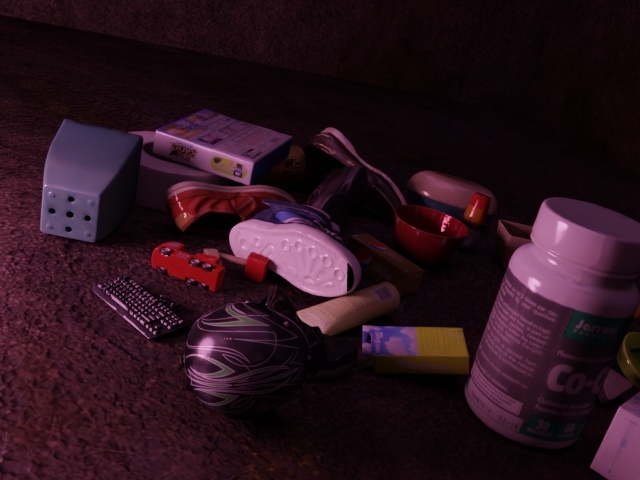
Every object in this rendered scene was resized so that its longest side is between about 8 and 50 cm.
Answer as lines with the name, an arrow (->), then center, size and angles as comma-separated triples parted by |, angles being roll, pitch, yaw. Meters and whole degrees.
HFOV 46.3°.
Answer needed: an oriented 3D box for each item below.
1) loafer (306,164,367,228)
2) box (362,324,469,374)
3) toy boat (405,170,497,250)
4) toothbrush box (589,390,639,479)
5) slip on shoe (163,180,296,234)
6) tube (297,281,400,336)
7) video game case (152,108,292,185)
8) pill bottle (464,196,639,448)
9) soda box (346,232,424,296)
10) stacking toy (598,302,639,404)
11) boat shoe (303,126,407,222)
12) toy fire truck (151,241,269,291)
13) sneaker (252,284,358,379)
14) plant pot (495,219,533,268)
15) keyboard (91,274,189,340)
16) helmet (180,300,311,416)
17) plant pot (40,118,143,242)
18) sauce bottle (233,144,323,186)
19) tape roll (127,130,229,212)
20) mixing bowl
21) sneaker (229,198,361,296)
loafer -> 0.017, -0.090, 1.797 | 0.095, 0.109, 0.302 | 8, 35, 26
box -> 0.161, 0.188, 1.293 | 0.178, 0.042, 0.109 | 0, 21, 4
toy boat -> 0.362, -0.084, 2.008 | 0.267, 0.148, 0.318 | 15, 14, -14
toothbrush box -> 0.600, 0.326, 1.182 | 0.295, 0.126, 0.216 | -11, 34, -45
slip on shoe -> -0.186, -0.059, 1.638 | 0.331, 0.123, 0.101 | 1, 60, -43
tube -> 0.047, 0.133, 1.384 | 0.240, 0.062, 0.070 | -15, -7, -43
video game case -> -0.225, -0.227, 1.776 | 0.244, 0.061, 0.269 | 20, 24, 10
pill bottle -> 0.376, 0.128, 1.191 | 0.204, 0.361, 0.204 | 12, 22, -5
soda box -> 0.134, 0.051, 1.614 | 0.058, 0.061, 0.181 | -6, 31, -43
stacking toy -> 0.540, 0.214, 1.501 | 0.308, 0.130, 0.280 | -3, 55, -32
boat shoe -> 0.091, -0.157, 1.962 | 0.324, 0.116, 0.096 | 47, 54, 9
toy fire truck -> -0.209, 0.043, 1.434 | 0.192, 0.047, 0.135 | 20, 22, 13
sneaker -> -0.035, 0.148, 1.194 | 0.227, 0.130, 0.087 | 10, 24, -17
plant pot -> 0.495, 0.021, 1.872 | 0.109, 0.096, 0.109 | 12, 22, -7
keyboard -> -0.293, 0.107, 1.263 | 0.180, 0.023, 0.108 | 32, 27, 33
helmet -> -0.105, 0.169, 1.056 | 0.169, 0.170, 0.161 | 3, 11, -28
plant pot -> -0.464, -0.107, 1.485 | 0.165, 0.166, 0.234 | 12, 29, -8
sauce bottle -> -0.080, -0.205, 2.017 | 0.344, 0.111, 0.111 | -8, 32, -42
tape roll -> -0.355, -0.164, 1.764 | 0.286, 0.100, 0.286 | 12, 23, -5
mixing bowl -> 0.250, -0.003, 1.770 | 0.181, 0.098, 0.181 | 12, 22, -5
sneaker -> 0.000, 0.000, 1.525 | 0.322, 0.130, 0.236 | 16, 25, 35
